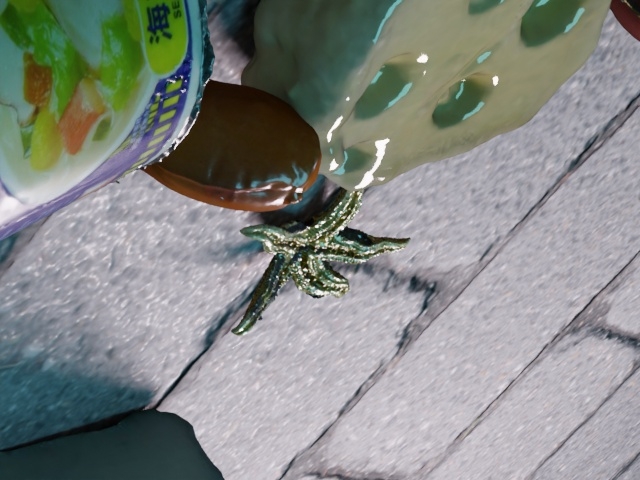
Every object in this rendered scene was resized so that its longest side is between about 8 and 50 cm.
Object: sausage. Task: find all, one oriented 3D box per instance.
[{"bbox_3d":[-0.088,-0.072,1.156,0.179,0.089,0.089,14,136,-3],"label":"sausage"}]

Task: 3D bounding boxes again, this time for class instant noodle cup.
[{"bbox_3d":[-0.232,-0.089,0.839,0.312,0.284,0.284,-23,149,-46],"label":"instant noodle cup"}]

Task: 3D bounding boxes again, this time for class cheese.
[{"bbox_3d":[0.093,-0.169,1.258,0.318,0.115,0.326,-43,152,5],"label":"cheese"}]

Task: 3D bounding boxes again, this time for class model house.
[{"bbox_3d":[-0.215,0.378,1.485,0.252,0.295,0.329,-6,135,-41],"label":"model house"}]

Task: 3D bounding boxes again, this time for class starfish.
[{"bbox_3d":[0.000,0.000,1.457,0.208,0.053,0.176,-7,137,-52],"label":"starfish"}]

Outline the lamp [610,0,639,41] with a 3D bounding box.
[{"bbox_3d":[0.329,-0.252,1.364,0.258,0.180,0.180,-34,157,-49],"label":"lamp"}]
